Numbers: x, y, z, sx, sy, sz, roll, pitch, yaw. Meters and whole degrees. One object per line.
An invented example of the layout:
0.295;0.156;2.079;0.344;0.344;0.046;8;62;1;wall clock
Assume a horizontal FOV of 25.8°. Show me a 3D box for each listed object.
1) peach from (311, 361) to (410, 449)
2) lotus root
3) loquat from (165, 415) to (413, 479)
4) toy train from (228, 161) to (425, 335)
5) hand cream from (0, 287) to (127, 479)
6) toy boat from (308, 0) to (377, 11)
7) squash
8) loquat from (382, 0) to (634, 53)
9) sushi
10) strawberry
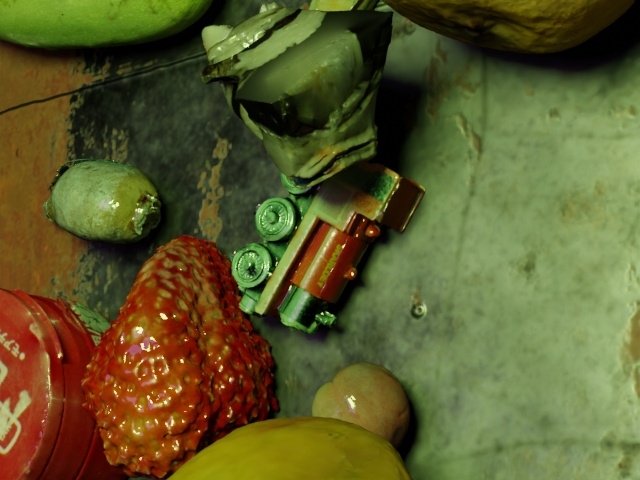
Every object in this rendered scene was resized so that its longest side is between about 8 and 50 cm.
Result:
0.035;0.141;1.140;0.083;0.083;0.083;-10;72;32;peach
-0.218;-0.039;1.366;0.165;0.088;0.088;11;83;45;lotus root
-0.030;0.269;1.024;0.276;0.283;0.276;19;113;54;loquat
0.000;0.000;1.212;0.118;0.074;0.176;29;92;32;toy train
-0.287;0.160;1.313;0.230;0.149;0.230;-9;71;29;hand cream
0.032;-0.260;1.264;0.065;0.066;0.172;26;92;39;toy boat
-0.255;-0.249;1.426;0.370;0.118;0.118;-3;75;35;squash
0.137;-0.266;1.073;0.263;0.263;0.263;-10;72;32;loquat
-0.029;-0.125;1.204;0.134;0.109;0.273;-36;26;-17;sushi
-0.127;0.098;1.206;0.175;0.107;0.236;-20;67;-11;strawberry
